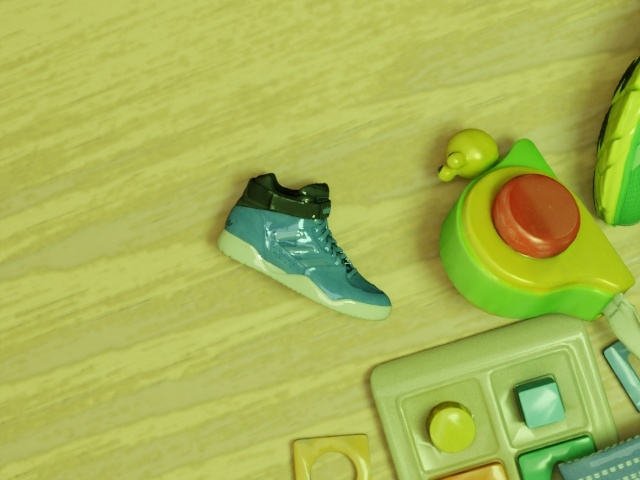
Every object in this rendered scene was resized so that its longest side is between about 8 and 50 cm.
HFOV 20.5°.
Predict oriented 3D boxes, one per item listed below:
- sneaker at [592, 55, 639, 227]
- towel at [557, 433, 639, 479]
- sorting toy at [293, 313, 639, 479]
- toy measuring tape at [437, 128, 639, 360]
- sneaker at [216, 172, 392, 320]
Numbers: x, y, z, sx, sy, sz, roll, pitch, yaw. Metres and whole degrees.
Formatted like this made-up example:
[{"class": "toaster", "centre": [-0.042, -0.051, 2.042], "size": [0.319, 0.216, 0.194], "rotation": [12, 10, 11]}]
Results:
[{"class": "sneaker", "centre": [0.310, -0.131, 1.380], "size": [0.123, 0.109, 0.295], "rotation": [31, 98, 1]}, {"class": "towel", "centre": [0.361, 0.283, 1.406], "size": [0.243, 0.040, 0.336], "rotation": [-23, 96, 4]}, {"class": "sorting toy", "centre": [0.148, 0.172, 1.422], "size": [0.347, 0.047, 0.196], "rotation": [-17, 89, 2]}, {"class": "toy measuring tape", "centre": [0.183, 0.053, 1.367], "size": [0.121, 0.121, 0.330], "rotation": [-33, 73, 1]}, {"class": "sneaker", "centre": [0.000, 0.000, 1.422], "size": [0.152, 0.058, 0.085], "rotation": [27, 99, 8]}]
